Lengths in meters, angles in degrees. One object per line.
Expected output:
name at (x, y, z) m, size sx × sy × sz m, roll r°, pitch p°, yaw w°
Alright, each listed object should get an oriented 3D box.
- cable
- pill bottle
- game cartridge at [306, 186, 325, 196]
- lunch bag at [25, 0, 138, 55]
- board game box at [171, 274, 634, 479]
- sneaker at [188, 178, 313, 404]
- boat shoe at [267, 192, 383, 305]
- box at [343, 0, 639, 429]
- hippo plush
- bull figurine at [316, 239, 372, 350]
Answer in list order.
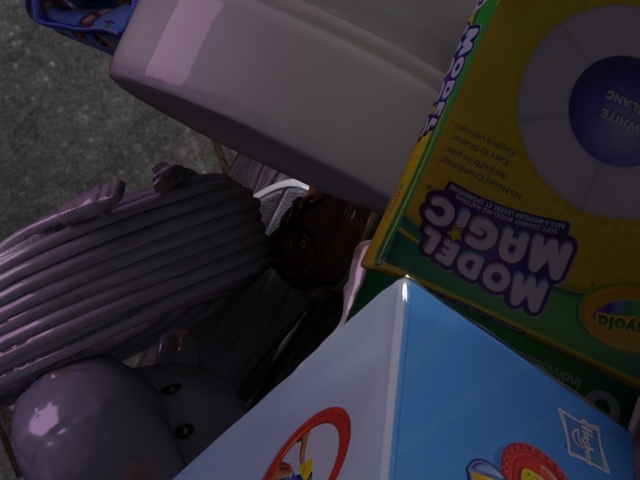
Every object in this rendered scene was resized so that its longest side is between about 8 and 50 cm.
cable at (-0.152, 0.036, 1.371) m, size 0.257 × 0.089 × 0.257 m, roll -28°, pitch -7°, yaw 21°
pill bottle at (0.055, -0.222, 1.036) m, size 0.392 × 0.224 × 0.224 m, roll -65°, pitch 7°, yaw -4°
game cartridge at (0.100, -0.207, 1.419) m, size 0.323 × 0.053 × 0.285 m, roll -57°, pitch 10°, yaw 38°
lunch bag at (-0.056, -0.141, 1.279) m, size 0.293 × 0.221 × 0.138 m, roll -9°, pitch 68°, yaw 66°
board game box at (-0.052, 0.209, 0.506) m, size 0.302 × 0.086 × 0.308 m, roll -42°, pitch 23°, yaw 33°
sneaker at (-0.062, 0.052, 1.533) m, size 0.258 × 0.094 × 0.091 m, roll -55°, pitch -4°, yaw 24°
boat shoe at (0.000, 0.000, 1.360) m, size 0.064 × 0.060 × 0.178 m, roll -67°, pitch 7°, yaw -18°
box at (0.086, -0.030, 0.628) m, size 0.043 × 0.105 × 0.179 m, roll 169°, pitch 125°, yaw -83°
hippo plush at (-0.136, 0.199, 1.305) m, size 0.236 × 0.294 × 0.234 m, roll -39°, pitch 59°, yaw 26°
bull figurine at (0.001, 0.123, 0.768) m, size 0.310 × 0.101 × 0.188 m, roll -54°, pitch 9°, yaw 47°
